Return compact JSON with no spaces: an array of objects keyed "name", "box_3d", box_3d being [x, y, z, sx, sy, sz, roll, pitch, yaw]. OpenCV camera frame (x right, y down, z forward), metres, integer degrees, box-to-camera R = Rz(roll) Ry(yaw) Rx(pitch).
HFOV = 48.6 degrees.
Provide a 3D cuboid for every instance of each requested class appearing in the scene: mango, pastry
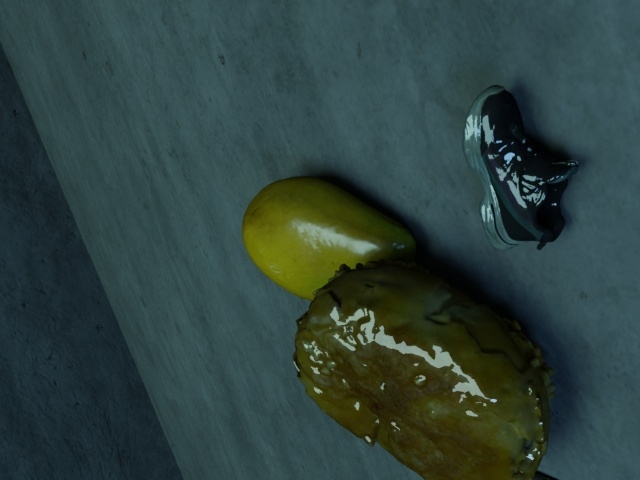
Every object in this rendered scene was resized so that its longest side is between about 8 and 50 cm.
[{"name":"mango","box_3d":[0.000,0.000,0.962,0.317,0.119,0.176,11,118,42]},{"name":"pastry","box_3d":[0.122,0.149,0.819,0.311,0.162,0.255,30,137,17]}]

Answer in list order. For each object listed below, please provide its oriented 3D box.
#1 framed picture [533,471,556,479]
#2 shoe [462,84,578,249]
[{"name":"framed picture","box_3d":[0.325,0.409,0.846,0.347,0.016,0.265,10,119,52]},{"name":"shoe","box_3d":[0.198,-0.065,0.670,0.099,0.071,0.169,10,122,49]}]
